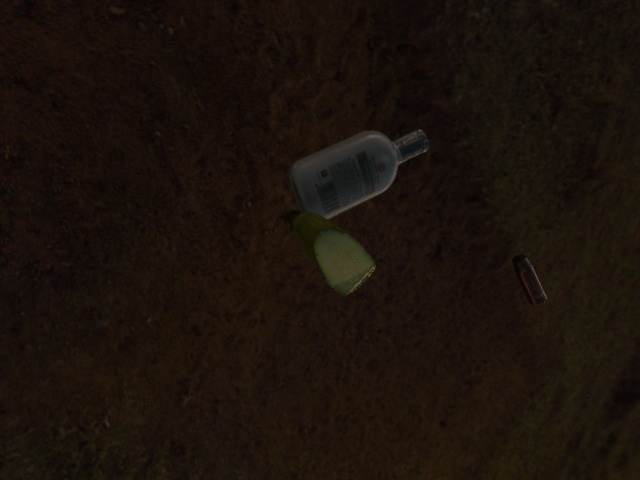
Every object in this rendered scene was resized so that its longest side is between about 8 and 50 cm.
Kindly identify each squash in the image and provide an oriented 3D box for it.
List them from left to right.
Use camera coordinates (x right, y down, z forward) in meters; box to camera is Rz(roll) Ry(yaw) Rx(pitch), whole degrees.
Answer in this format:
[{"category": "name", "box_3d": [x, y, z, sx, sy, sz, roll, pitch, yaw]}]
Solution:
[{"category": "squash", "box_3d": [0.000, 0.000, 0.792, 0.090, 0.200, 0.075, -50, 160, 8]}]

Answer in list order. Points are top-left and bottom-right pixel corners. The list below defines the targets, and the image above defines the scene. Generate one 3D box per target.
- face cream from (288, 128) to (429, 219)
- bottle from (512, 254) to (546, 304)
[{"category": "face cream", "box_3d": [0.082, -0.146, 0.901, 0.292, 0.071, 0.143, -28, 124, -11]}, {"category": "bottle", "box_3d": [0.659, 0.122, 1.428, 0.060, 0.060, 0.164, -34, 103, -22]}]
